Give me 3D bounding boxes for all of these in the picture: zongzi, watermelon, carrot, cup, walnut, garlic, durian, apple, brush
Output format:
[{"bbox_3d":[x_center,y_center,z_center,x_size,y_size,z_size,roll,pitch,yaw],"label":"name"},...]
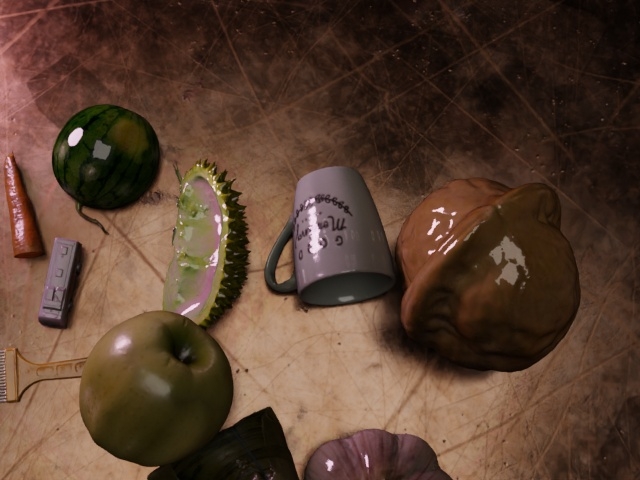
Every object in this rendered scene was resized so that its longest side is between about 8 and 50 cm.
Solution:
[{"bbox_3d":[-0.174,0.444,1.568,0.275,0.250,0.125,-22,120,-4],"label":"zongzi"},{"bbox_3d":[-0.431,-0.165,1.735,0.204,0.127,0.232,39,83,2],"label":"watermelon"},{"bbox_3d":[-0.597,-0.071,1.742,0.057,0.057,0.224,-16,76,-7],"label":"carrot"},{"bbox_3d":[0.000,0.000,1.717,0.258,0.186,0.234,-20,66,21],"label":"cup"},{"bbox_3d":[0.305,0.061,1.606,0.384,0.383,0.383,1,77,-4],"label":"walnut"},{"bbox_3d":[0.108,0.495,1.583,0.322,0.241,0.321,1,87,-23],"label":"garlic"},{"bbox_3d":[-0.220,0.013,1.695,0.170,0.157,0.355,1,81,4],"label":"durian"},{"bbox_3d":[-0.290,0.269,1.574,0.279,0.279,0.279,1,77,-4],"label":"apple"},{"bbox_3d":[-0.516,0.250,1.692,0.272,0.013,0.103,-6,78,-6],"label":"brush"}]

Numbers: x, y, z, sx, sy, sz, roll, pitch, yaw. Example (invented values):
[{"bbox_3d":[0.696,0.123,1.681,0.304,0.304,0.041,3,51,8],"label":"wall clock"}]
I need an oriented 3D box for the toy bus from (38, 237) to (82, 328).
[{"bbox_3d":[-0.502,0.081,1.701,0.058,0.072,0.171,10,78,-6],"label":"toy bus"}]
